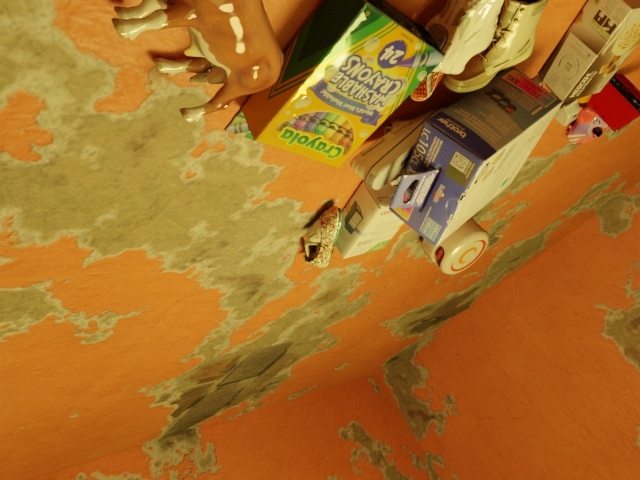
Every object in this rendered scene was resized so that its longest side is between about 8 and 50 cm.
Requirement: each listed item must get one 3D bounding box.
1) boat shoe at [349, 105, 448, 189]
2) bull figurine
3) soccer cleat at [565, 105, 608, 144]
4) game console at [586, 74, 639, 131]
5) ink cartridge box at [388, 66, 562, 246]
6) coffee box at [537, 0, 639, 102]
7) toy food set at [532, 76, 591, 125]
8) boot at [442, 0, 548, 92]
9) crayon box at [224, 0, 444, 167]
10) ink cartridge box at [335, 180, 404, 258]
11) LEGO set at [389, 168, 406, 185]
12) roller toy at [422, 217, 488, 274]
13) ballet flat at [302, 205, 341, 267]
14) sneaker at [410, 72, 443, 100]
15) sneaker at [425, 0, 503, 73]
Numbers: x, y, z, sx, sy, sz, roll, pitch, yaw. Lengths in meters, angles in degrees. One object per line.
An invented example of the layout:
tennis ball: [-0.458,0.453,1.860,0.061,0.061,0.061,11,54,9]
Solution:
boat shoe: [0.173,-0.212,1.150,0.267,0.088,0.096,-42,160,-17]
bull figurine: [-0.139,-0.275,0.664,0.188,0.101,0.310,-26,154,1]
soccer cleat: [0.790,-0.324,1.602,0.083,0.095,0.248,-32,161,6]
game console: [0.816,-0.375,1.483,0.124,0.144,0.085,-11,150,-37]
ink cartridge box: [0.313,-0.168,1.169,0.395,0.151,0.270,-37,157,-34]
coffee box: [0.613,-0.436,1.191,0.141,0.098,0.247,-18,153,-24]
toy food set: [0.556,-0.337,1.307,0.232,0.111,0.104,-34,155,-6]
boot: [0.327,-0.379,1.010,0.213,0.077,0.165,-30,157,-12]
crayon box: [0.019,-0.239,0.894,0.203,0.083,0.323,10,137,-45]
ink cartridge box: [0.139,-0.060,1.402,0.154,0.093,0.212,-13,152,-35]
LEGO set: [0.252,-0.214,1.316,0.244,0.060,0.183,-8,136,-44]
roller toy: [0.439,0.002,1.795,0.191,0.146,0.209,-46,147,14]
ballet flat: [0.000,0.000,1.385,0.077,0.091,0.241,0,145,-9]
sneaker: [0.219,-0.341,1.004,0.175,0.064,0.067,-51,-175,27]
sneaker: [0.258,-0.379,0.898,0.115,0.090,0.232,1,137,-42]
